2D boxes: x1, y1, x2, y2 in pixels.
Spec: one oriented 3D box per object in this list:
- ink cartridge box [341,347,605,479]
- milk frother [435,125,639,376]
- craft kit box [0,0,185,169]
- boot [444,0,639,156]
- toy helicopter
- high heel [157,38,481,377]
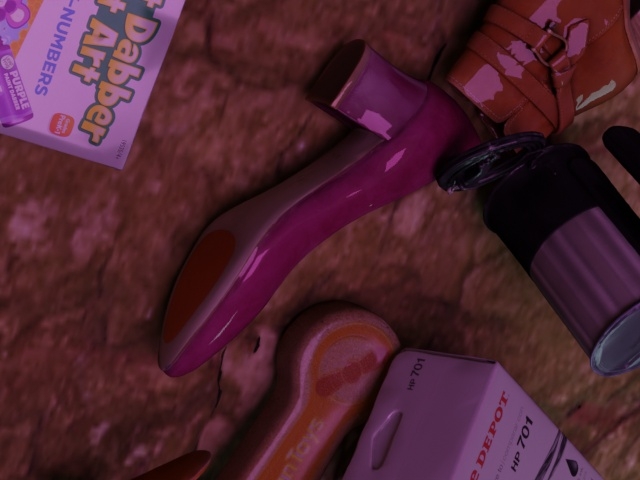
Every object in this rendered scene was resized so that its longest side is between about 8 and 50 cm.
[{"bbox_3d":[0.103,0.178,1.044,0.190,0.082,0.139,47,59,-44],"label":"ink cartridge box"},{"bbox_3d":[0.153,0.001,0.989,0.143,0.135,0.129,-12,141,-29],"label":"milk frother"},{"bbox_3d":[-0.183,-0.189,0.854,0.247,0.061,0.250,15,103,-29],"label":"craft kit box"},{"bbox_3d":[0.133,-0.154,0.990,0.152,0.073,0.197,-41,116,0],"label":"boot"},{"bbox_3d":[-0.073,0.188,1.018,0.235,0.140,0.355,34,83,-20],"label":"toy helicopter"},{"bbox_3d":[0.000,0.000,0.990,0.117,0.082,0.244,35,84,-28],"label":"high heel"}]
